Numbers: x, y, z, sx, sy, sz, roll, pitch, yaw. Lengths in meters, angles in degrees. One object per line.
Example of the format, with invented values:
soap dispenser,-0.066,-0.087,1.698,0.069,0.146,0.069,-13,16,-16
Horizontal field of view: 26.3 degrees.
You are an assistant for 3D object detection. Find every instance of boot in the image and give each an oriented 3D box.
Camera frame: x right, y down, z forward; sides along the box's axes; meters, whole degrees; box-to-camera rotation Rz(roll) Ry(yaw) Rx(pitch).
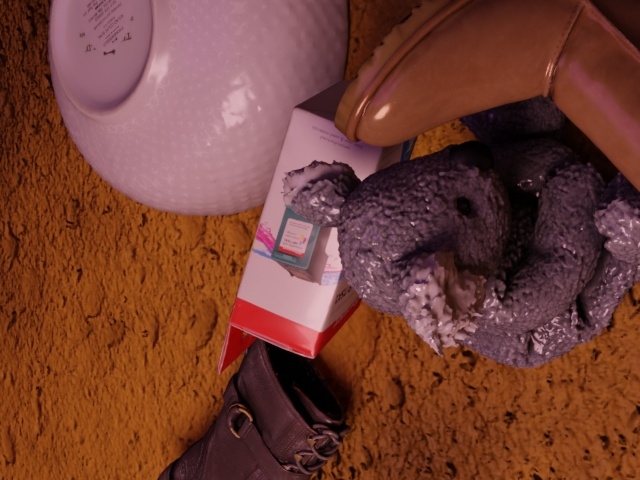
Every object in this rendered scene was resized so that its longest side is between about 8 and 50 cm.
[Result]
boot,-0.044,0.225,1.190,0.229,0.091,0.263,-53,55,34
boot,0.177,-0.062,0.833,0.236,0.089,0.269,-41,75,-7

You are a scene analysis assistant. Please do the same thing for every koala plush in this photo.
koala plush,0.096,0.001,0.941,0.196,0.221,0.203,47,123,33

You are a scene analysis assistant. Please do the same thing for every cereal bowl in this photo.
cereal bowl,-0.140,-0.185,1.229,0.339,0.141,0.339,5,97,46

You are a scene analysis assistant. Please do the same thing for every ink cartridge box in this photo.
ink cartridge box,0.000,0.000,1.090,0.078,0.134,0.231,22,112,11
